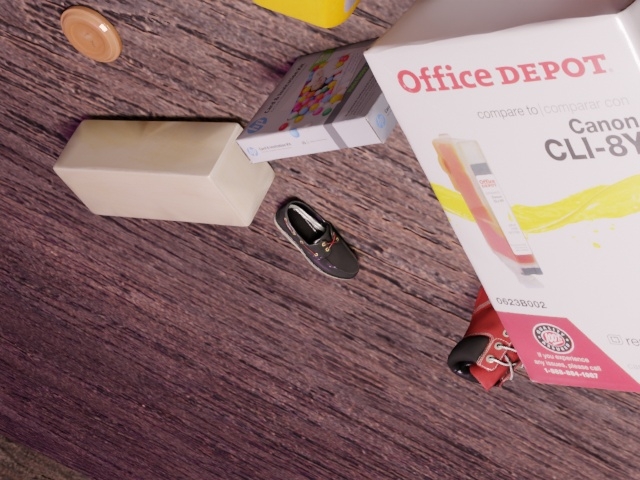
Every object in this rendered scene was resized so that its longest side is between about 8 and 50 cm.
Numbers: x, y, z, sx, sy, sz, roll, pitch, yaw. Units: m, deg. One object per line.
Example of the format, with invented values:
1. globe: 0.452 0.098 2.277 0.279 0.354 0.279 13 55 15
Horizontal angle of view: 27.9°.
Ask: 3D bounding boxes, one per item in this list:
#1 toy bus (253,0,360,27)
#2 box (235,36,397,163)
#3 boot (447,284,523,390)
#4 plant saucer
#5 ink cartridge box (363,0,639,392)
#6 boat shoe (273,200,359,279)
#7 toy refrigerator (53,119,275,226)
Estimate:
1. toy bus: -0.002 -0.338 1.047 0.108 0.130 0.333 23 150 14
2. box: 0.019 -0.148 1.325 0.186 0.145 0.038 -6 130 45
3. boot: 0.253 0.091 1.430 0.088 0.176 0.244 47 144 -21
4. plant saucer: -0.279 -0.247 1.559 0.083 0.013 0.083 22 148 15
5. ink cartridge box: 0.249 -0.059 1.115 0.279 0.160 0.385 1 128 49
6. boat shoe: -0.001 0.001 1.636 0.133 0.049 0.042 42 155 -9
7. toy refrigerator: -0.199 -0.091 1.638 0.269 0.094 0.102 5 147 36
